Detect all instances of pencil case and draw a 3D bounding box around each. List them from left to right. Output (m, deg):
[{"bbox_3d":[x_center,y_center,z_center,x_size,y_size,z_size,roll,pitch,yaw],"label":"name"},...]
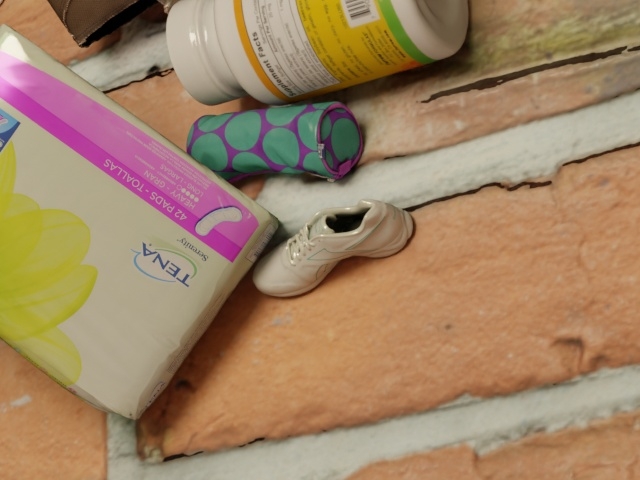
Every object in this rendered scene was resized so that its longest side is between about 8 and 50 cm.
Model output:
[{"bbox_3d":[-0.043,-0.083,1.692,0.152,0.064,0.070,-2,95,33],"label":"pencil case"}]

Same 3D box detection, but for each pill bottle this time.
[{"bbox_3d":[-0.007,-0.196,1.678,0.246,0.136,0.136,-14,61,28],"label":"pill bottle"}]

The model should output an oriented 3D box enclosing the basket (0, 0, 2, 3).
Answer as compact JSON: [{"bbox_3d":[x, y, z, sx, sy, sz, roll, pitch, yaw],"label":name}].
[{"bbox_3d":[-0.391,-0.322,2.014,0.167,0.103,0.113,38,91,39],"label":"basket"}]

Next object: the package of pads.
[{"bbox_3d":[-0.217,-0.010,1.654,0.296,0.101,0.229,35,90,-1],"label":"package of pads"}]

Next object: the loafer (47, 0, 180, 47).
[{"bbox_3d":[-0.101,-0.268,1.804,0.366,0.134,0.130,-13,95,27],"label":"loafer"}]

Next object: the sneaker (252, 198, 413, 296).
[{"bbox_3d":[0.000,0.000,1.628,0.152,0.061,0.053,-25,58,23],"label":"sneaker"}]
